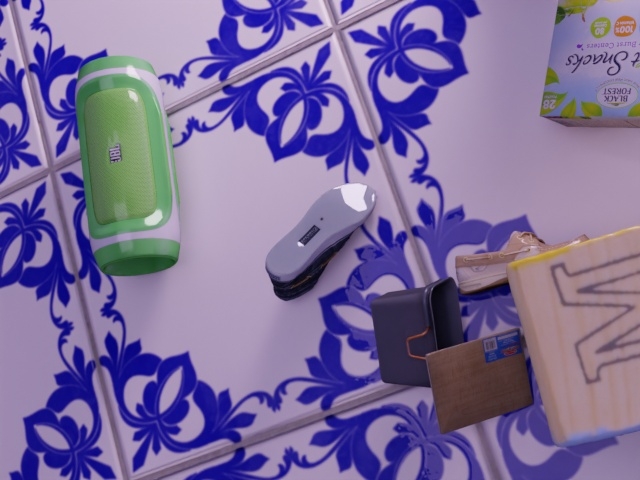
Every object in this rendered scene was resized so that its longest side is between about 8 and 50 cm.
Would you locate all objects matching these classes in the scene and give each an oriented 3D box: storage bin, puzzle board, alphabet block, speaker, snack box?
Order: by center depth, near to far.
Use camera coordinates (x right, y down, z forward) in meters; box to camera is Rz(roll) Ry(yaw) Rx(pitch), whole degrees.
[{"bbox_3d":[0.328,0.103,0.971,0.193,0.192,0.197,-17,76,16],"label":"alphabet block"},{"bbox_3d":[0.367,-0.218,1.030,0.207,0.070,0.174,11,91,49],"label":"snack box"},{"bbox_3d":[0.187,0.163,1.057,0.128,0.011,0.096,-13,96,-21],"label":"puzzle board"},{"bbox_3d":[0.114,0.119,1.095,0.091,0.098,0.135,-6,97,31],"label":"storage bin"},{"bbox_3d":[-0.274,-0.105,1.279,0.131,0.131,0.296,-15,75,18],"label":"speaker"}]

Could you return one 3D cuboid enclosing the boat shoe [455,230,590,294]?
[{"bbox_3d":[0.241,0.017,1.088,0.170,0.063,0.059,-19,80,18],"label":"boat shoe"}]

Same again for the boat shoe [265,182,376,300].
[{"bbox_3d":[0.000,0.000,1.190,0.183,0.083,0.065,-40,67,-19],"label":"boat shoe"}]
